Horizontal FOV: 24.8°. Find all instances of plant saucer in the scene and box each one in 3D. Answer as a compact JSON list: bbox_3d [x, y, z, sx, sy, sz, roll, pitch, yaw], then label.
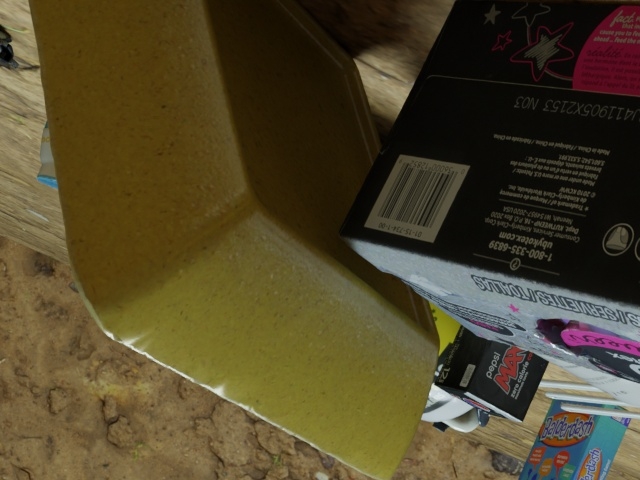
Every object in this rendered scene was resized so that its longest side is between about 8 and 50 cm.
[{"bbox_3d":[-0.037,-0.056,0.868,0.081,0.332,0.333,-27,147,18],"label":"plant saucer"}]

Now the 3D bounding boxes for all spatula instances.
[{"bbox_3d":[0.360,0.192,1.684,0.242,0.019,0.168,1,161,37],"label":"spatula"}]

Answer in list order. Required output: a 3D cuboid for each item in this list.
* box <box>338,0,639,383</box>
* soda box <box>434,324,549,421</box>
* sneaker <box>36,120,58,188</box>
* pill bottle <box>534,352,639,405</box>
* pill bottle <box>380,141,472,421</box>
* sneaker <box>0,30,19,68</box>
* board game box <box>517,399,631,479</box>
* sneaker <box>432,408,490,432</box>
[{"bbox_3d":[0.160,-0.018,0.755,0.142,0.163,0.247,35,167,-37],"label":"box"},{"bbox_3d":[0.154,0.050,1.113,0.060,0.169,0.053,29,170,-21],"label":"soda box"},{"bbox_3d":[-0.166,-0.086,1.462,0.229,0.092,0.087,8,176,-26],"label":"sneaker"},{"bbox_3d":[0.162,0.012,1.006,0.229,0.131,0.131,29,170,-22],"label":"pill bottle"},{"bbox_3d":[0.000,0.000,1.176,0.334,0.188,0.188,29,170,-22],"label":"pill bottle"},{"bbox_3d":[-0.330,-0.189,1.437,0.069,0.038,0.098,29,170,-16],"label":"sneaker"},{"bbox_3d":[0.328,0.315,1.971,0.047,0.210,0.160,28,169,-13],"label":"board game box"},{"bbox_3d":[0.169,0.153,1.670,0.094,0.153,0.235,24,170,13],"label":"sneaker"}]
